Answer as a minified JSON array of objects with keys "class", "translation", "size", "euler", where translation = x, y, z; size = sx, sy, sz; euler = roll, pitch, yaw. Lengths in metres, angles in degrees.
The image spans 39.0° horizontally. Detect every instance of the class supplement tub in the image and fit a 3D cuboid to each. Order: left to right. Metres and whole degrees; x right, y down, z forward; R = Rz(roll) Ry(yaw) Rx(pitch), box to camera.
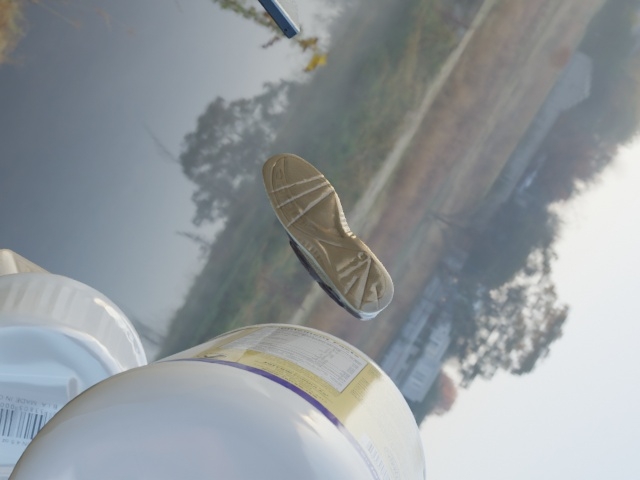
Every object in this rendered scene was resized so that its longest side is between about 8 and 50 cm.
[{"class":"supplement tub","translation":[-0.050,0.186,0.647],"size":[0.241,0.241,0.331],"euler":[-59,171,5]}]

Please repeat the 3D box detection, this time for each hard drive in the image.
[{"class":"hard drive","translation":[-0.078,-0.356,1.265],"size":[0.022,0.135,0.094],"euler":[-30,-146,19]}]

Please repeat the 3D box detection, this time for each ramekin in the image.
[{"class":"ramekin","translation":[-0.337,0.185,1.035],"size":[0.277,0.277,0.135],"euler":[-59,-165,4]}]

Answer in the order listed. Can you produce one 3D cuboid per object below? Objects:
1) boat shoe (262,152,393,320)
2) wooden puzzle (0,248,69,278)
[{"class":"boat shoe","translation":[0.000,0.000,1.340],"size":[0.103,0.285,0.092],"euler":[-30,163,-26]},{"class":"wooden puzzle","translation":[-0.427,0.193,1.419],"size":[0.080,0.322,0.348],"euler":[-20,172,-2]}]
